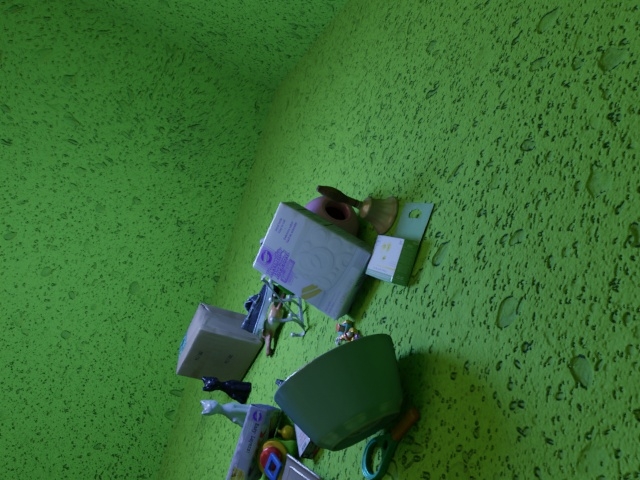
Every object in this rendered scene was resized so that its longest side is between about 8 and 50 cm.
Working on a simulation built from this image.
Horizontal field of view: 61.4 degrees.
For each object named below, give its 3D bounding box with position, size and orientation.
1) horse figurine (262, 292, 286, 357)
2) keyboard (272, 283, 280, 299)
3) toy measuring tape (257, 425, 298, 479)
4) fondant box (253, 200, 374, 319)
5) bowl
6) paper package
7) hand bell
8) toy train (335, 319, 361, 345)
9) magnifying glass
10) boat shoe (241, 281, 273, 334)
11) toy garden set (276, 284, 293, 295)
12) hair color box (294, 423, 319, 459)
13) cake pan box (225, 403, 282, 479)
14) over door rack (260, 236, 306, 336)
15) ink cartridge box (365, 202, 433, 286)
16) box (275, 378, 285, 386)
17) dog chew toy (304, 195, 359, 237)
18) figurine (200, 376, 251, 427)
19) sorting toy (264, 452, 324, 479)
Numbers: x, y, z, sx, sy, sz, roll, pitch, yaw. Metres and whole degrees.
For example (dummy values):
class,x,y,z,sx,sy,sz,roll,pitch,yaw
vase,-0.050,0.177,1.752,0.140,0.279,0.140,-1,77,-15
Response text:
class,x,y,z,sx,sy,sz,roll,pitch,yaw
horse figurine,-0.196,0.331,2.242,0.174,0.066,0.263,-109,39,-71
keyboard,-0.240,0.246,2.480,0.192,0.038,0.100,8,79,71
toy measuring tape,-0.157,0.732,1.666,0.121,0.121,0.330,-2,69,69
fondant box,-0.019,0.058,1.668,0.096,0.330,0.238,-12,-50,-64
bowl,0.067,0.364,1.232,0.311,0.312,0.163,-55,53,37
paper package,-0.455,0.474,2.427,0.324,0.310,0.168,-60,22,31
hand bell,0.099,-0.115,1.616,0.126,0.242,0.126,-52,26,40
toy train,0.066,0.305,1.595,0.125,0.046,0.166,-64,21,16
magnifying glass,0.157,0.464,1.235,0.231,0.026,0.092,-58,23,28
boat shoe,-0.272,0.276,2.295,0.301,0.102,0.108,-79,9,-52
toy garden set,-0.140,0.074,2.191,0.049,0.204,0.244,-10,55,26
hair color box,-0.039,0.577,1.619,0.072,0.043,0.141,-62,20,21
cake pan box,-0.213,0.669,1.777,0.267,0.070,0.245,70,-142,-71
over door rack,-0.155,0.171,1.964,0.108,0.324,0.239,-20,35,6
ink cartridge box,0.215,0.000,1.484,0.171,0.056,0.235,-165,93,-71
box,-0.112,0.499,1.853,0.083,0.067,0.018,-5,67,68
dog chew toy,0.000,0.000,1.859,0.331,0.207,0.206,118,160,-46
figurine,-0.398,0.663,2.241,0.092,0.210,0.215,-62,21,23
sorting toy,-0.052,0.715,1.483,0.348,0.047,0.195,6,83,55
